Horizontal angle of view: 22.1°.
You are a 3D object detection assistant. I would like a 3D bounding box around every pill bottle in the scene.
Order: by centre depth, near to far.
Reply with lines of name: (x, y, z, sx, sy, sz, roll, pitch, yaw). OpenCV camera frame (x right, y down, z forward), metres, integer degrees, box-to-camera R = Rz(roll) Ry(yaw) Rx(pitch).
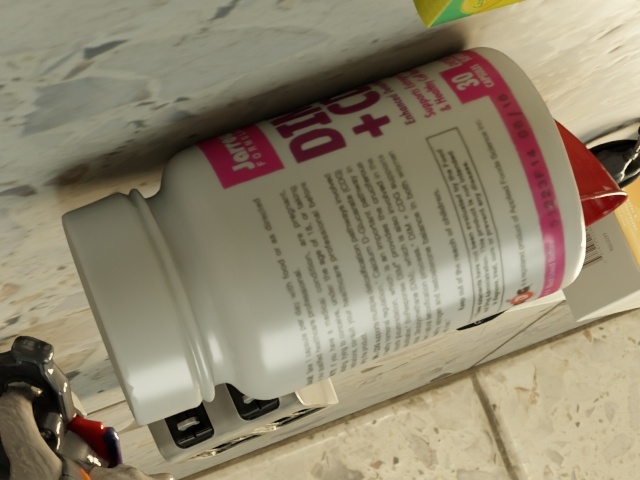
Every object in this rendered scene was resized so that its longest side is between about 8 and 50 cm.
pill bottle: (0.000, 0.000, 0.988, 0.283, 0.160, 0.160, -20, 169, -10)

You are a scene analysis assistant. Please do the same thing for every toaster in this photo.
toaster: (-0.087, 0.152, 1.717, 0.168, 0.110, 0.186, -24, 170, 14)

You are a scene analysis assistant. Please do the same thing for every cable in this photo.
cable: (0.260, -0.063, 1.548, 0.184, 0.047, 0.150, -33, 170, 35)

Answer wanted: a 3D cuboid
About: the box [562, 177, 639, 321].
box: (0.313, 0.002, 1.721, 0.091, 0.130, 0.170, -29, 168, 32)

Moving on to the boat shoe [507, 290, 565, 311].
boat shoe: (0.237, 0.043, 1.908, 0.227, 0.079, 0.081, -19, 174, 2)

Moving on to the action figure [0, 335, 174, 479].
action figure: (-0.281, 0.256, 1.387, 0.330, 0.178, 0.341, -8, 132, 6)

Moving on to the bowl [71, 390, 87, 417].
bowl: (-0.305, 0.168, 1.510, 0.142, 0.053, 0.142, -29, 167, 29)

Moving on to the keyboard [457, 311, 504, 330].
keyboard: (0.041, 0.010, 1.116, 0.100, 0.192, 0.038, -35, -155, 43)

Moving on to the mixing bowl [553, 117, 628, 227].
mixing bowl: (0.123, -0.040, 1.210, 0.181, 0.098, 0.181, -22, 169, -4)

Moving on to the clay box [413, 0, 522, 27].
clay box: (0.128, -0.160, 0.740, 0.222, 0.053, 0.127, -19, 169, -21)
